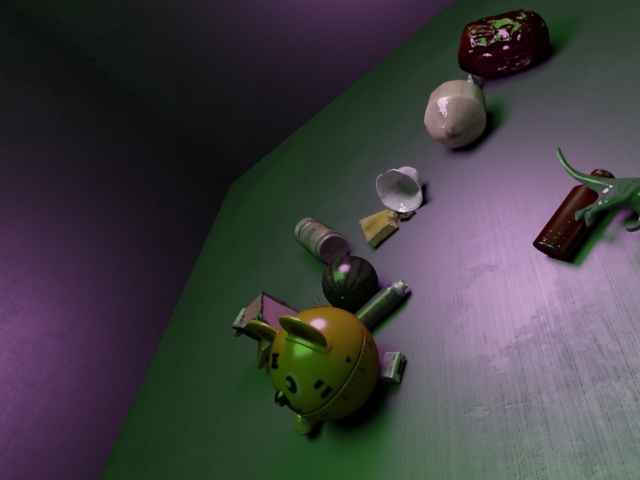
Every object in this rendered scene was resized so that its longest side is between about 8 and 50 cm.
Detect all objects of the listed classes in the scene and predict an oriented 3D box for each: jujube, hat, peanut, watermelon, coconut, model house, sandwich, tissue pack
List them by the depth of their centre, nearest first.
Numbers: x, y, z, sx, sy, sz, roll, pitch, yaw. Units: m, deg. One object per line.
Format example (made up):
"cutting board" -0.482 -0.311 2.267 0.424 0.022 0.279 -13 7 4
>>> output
"tissue pack" 0.215 0.379 1.356 0.062 0.042 0.083 -16 43 49
"peanut" -0.052 0.543 1.502 0.099 0.090 0.214 -28 30 15
"watermelon" 0.106 0.157 1.640 0.212 0.212 0.212 -37 29 24
"coconut" 0.536 -0.496 1.803 0.237 0.237 0.265 -26 36 40
"model house" -0.219 0.379 1.833 0.237 0.237 0.202 -43 33 24
"hat" 0.341 -0.223 1.845 0.203 0.203 0.126 -21 16 45
"jujube" 0.745 -0.816 1.881 0.377 0.258 0.258 -1 54 49
"sandwich" 0.248 -0.074 1.895 0.162 0.058 0.193 -41 25 13

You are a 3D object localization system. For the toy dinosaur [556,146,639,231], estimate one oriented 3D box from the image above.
"toy dinosaur" 0.712 -0.108 1.113 0.206 0.092 0.393 -27 40 6

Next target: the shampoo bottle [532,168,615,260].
"shampoo bottle" 0.679 -0.072 1.200 0.260 0.064 0.102 -52 36 -5

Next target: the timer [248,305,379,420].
"timer" -0.024 0.349 1.369 0.376 0.387 0.376 -44 20 21

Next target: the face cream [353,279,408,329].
"face cream" 0.185 0.239 1.554 0.283 0.073 0.073 -44 27 11

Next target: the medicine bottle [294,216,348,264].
"medicine bottle" 0.000 0.000 2.071 0.151 0.151 0.322 -51 26 -2

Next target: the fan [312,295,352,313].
"fan" 0.022 0.301 1.797 0.229 0.011 0.335 -49 26 2

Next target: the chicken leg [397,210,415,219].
"chicken leg" 0.342 -0.097 1.813 0.083 0.021 0.036 -16 26 48

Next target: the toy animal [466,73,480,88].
"toy animal" 0.633 -0.666 2.067 0.182 0.131 0.127 -9 15 44
